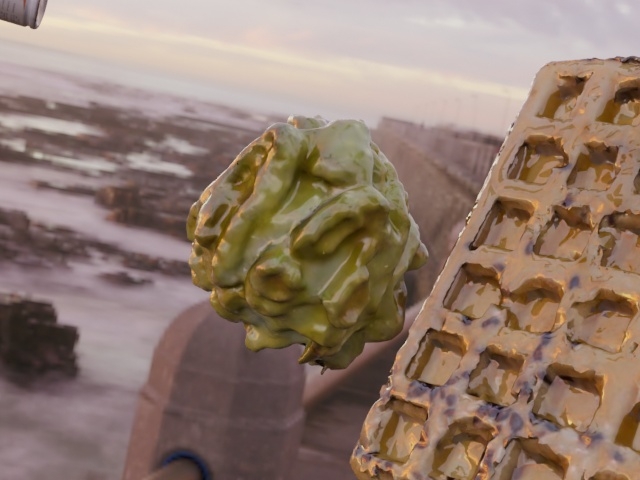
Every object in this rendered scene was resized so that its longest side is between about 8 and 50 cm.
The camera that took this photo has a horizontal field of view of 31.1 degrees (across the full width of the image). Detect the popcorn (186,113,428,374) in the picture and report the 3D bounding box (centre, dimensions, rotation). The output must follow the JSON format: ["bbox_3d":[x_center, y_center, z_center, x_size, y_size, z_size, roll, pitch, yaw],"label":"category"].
[{"bbox_3d":[-0.012,-0.002,1.419,0.312,0.312,0.312,11,7,-1],"label":"popcorn"}]

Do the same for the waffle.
[{"bbox_3d":[0.204,0.050,0.797,0.261,0.376,0.114,10,-24,46],"label":"waffle"}]

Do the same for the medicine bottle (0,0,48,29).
[{"bbox_3d":[-0.334,-0.260,1.209,0.089,0.057,0.057,17,6,-7],"label":"medicine bottle"}]

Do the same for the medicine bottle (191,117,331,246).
[{"bbox_3d":[-0.060,-0.047,1.781,0.157,0.288,0.157,49,-8,9],"label":"medicine bottle"}]
